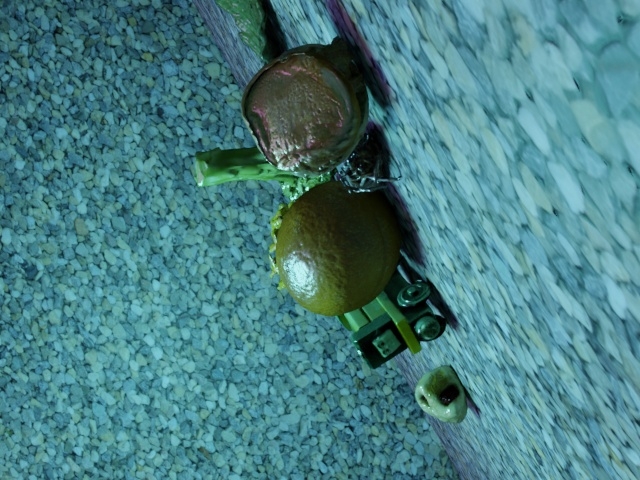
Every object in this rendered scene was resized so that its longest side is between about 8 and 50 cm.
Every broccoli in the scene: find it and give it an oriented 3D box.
[{"bbox_3d":[-0.129,-0.215,1.959,0.353,0.397,0.274,55,-178,-46],"label":"broccoli"}]

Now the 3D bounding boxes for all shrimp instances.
[{"bbox_3d":[0.091,-0.167,1.557,0.145,0.116,0.343,60,-178,3],"label":"shrimp"}]

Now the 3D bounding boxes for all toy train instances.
[{"bbox_3d":[0.174,0.186,1.944,0.160,0.253,0.397,62,176,-27],"label":"toy train"}]

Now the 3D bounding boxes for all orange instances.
[{"bbox_3d":[0.045,0.025,1.826,0.322,0.322,0.356,-124,36,-46],"label":"orange"}]

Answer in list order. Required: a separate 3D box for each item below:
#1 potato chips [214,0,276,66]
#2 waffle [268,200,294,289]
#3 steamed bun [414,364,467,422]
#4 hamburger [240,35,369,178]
[{"bbox_3d":[-0.188,-0.593,2.070,0.389,0.097,0.373,58,176,43],"label":"potato chips"},{"bbox_3d":[0.007,0.049,2.206,0.095,0.382,0.379,-41,-41,-55],"label":"waffle"},{"bbox_3d":[0.389,0.494,2.205,0.155,0.141,0.172,52,167,36],"label":"steamed bun"},{"bbox_3d":[-0.025,-0.264,1.389,0.243,0.285,0.146,20,-164,13],"label":"hamburger"}]
